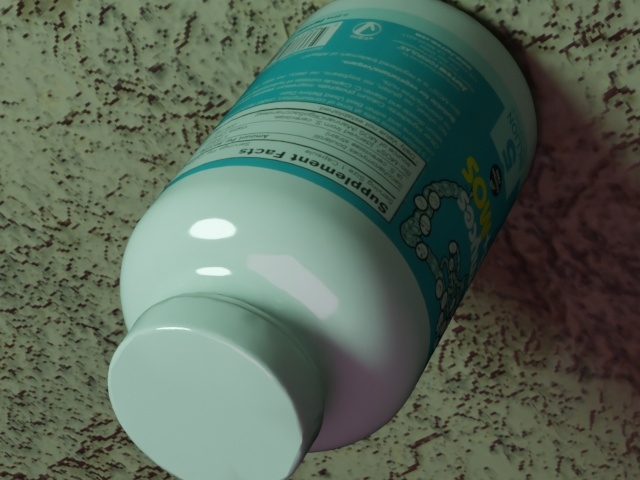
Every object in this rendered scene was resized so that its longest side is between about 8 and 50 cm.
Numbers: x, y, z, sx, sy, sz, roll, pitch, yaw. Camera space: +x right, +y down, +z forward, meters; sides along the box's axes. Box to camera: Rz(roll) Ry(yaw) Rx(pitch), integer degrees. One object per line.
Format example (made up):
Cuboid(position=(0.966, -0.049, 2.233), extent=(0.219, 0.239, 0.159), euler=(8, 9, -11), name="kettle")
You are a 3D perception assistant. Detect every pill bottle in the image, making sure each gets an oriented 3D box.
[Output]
Cuboid(position=(0.000, 0.000, 0.838), extent=(0.146, 0.264, 0.146), euler=(14, 130, 18), name="pill bottle")
